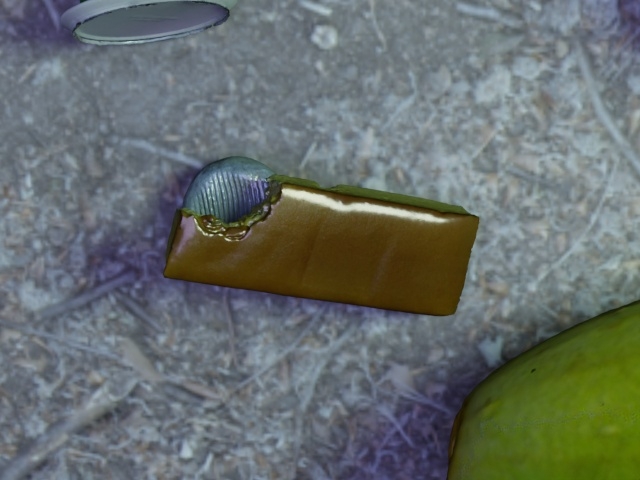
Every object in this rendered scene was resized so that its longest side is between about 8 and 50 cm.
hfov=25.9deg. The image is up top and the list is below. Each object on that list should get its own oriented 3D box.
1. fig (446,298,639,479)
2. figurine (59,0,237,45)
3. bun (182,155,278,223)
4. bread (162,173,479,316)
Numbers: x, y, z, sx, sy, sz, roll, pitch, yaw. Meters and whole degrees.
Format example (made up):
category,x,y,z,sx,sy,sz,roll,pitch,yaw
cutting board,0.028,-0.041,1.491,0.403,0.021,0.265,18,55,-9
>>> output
category,x,y,z,sx,sy,sz,roll,pitch,yaw
fig,0.248,0.157,0.979,0.326,0.258,0.258,-3,101,15
figurine,-0.130,-0.228,0.995,0.132,0.132,0.154,-9,87,5
bun,-0.063,-0.027,1.058,0.083,0.045,0.083,1,102,7
bread,0.000,0.000,1.024,0.226,0.049,0.088,10,107,-18
